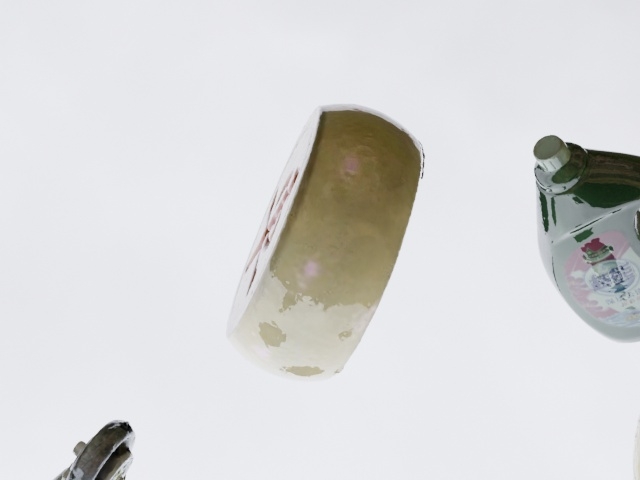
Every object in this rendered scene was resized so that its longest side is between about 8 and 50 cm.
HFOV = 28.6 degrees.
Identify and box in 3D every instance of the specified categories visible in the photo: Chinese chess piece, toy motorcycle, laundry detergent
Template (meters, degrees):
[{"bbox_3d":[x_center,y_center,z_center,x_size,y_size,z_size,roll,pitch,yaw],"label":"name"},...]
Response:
[{"bbox_3d":[0.000,0.000,1.111,0.097,0.251,0.251,22,-144,-8],"label":"Chinese chess piece"},{"bbox_3d":[-0.190,0.220,0.825,0.074,0.151,0.229,32,-107,8],"label":"toy motorcycle"},{"bbox_3d":[0.223,-0.010,0.930,0.211,0.137,0.063,48,-148,-38],"label":"laundry detergent"}]

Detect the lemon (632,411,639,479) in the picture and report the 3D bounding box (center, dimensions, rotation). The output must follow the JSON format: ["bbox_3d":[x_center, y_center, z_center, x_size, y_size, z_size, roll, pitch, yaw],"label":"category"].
[{"bbox_3d":[0.306,0.112,0.547,0.348,0.348,0.348,16,-143,-12],"label":"lemon"}]
